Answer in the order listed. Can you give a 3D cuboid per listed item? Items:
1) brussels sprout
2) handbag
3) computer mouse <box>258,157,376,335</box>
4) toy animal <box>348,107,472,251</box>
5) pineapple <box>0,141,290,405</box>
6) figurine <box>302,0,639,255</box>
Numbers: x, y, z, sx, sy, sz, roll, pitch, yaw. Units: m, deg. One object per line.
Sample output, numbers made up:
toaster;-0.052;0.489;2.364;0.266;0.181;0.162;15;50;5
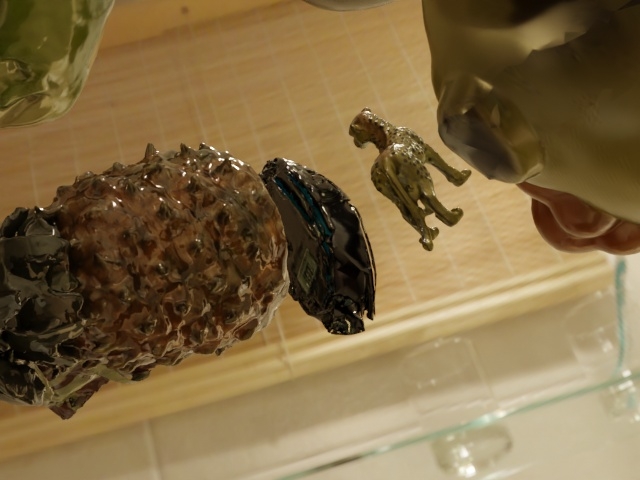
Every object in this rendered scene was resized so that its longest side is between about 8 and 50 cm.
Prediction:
brussels sprout;-0.343;-0.289;0.985;0.276;0.371;0.315;-12;4;-33
handbag;-0.311;0.093;1.218;0.213;0.127;0.235;-31;-60;20
computer mouse;0.000;0.000;1.144;0.077;0.241;0.146;-14;-34;-28
toy animal;0.083;-0.069;1.075;0.136;0.181;0.073;43;-66;-9
pineapple;-0.172;0.026;0.625;0.310;0.141;0.170;-13;-11;-28
figurine;0.100;-0.098;0.326;0.382;0.205;0.224;4;-80;-47
